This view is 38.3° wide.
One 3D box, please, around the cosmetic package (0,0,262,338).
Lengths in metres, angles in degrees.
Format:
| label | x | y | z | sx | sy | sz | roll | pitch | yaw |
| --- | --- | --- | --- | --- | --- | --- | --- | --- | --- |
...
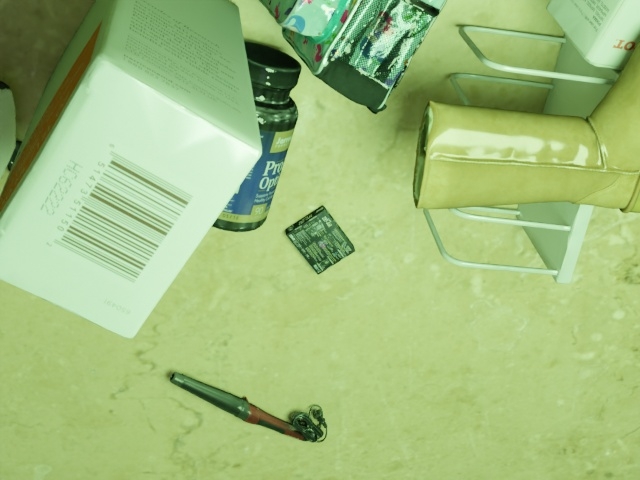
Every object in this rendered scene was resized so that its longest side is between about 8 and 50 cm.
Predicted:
| label | x | y | z | sx | sy | sz | roll | pitch | yaw |
| --- | --- | --- | --- | --- | --- | --- | --- | --- | --- |
| cosmetic package | -0.198 | -0.133 | 0.964 | 0.161 | 0.453 | 0.230 | 29 | 110 | -21 |

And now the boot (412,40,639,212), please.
| label | x | y | z | sx | sy | sz | roll | pitch | yaw |
| --- | --- | --- | --- | --- | --- | --- | --- | --- | --- |
| boot | 0.250 | -0.131 | 1.028 | 0.269 | 0.089 | 0.236 | 4 | 117 | -2 |

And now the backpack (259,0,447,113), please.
| label | x | y | z | sx | sy | sz | roll | pitch | yaw |
| --- | --- | --- | --- | --- | --- | --- | --- | --- | --- |
| backpack | 0.056 | -0.307 | 1.040 | 0.191 | 0.225 | 0.253 | 30 | 107 | -27 |

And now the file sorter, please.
| label | x | y | z | sx | sy | sz | roll | pitch | yaw |
| --- | --- | --- | --- | --- | --- | --- | --- | --- | --- |
| file sorter | 0.248 | -0.116 | 1.189 | 0.173 | 0.193 | 0.278 | 5 | 118 | -8 |

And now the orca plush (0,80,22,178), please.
| label | x | y | z | sx | sy | sz | roll | pitch | yaw |
| --- | --- | --- | --- | --- | --- | --- | --- | --- | --- |
| orca plush | -0.465 | -0.087 | 1.185 | 0.151 | 0.102 | 0.287 | -30 | 145 | -43 |

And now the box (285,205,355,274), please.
| label | x | y | z | sx | sy | sz | roll | pitch | yaw |
| --- | --- | --- | --- | --- | --- | --- | --- | --- | --- |
| box | 0.000 | 0.000 | 1.314 | 0.067 | 0.018 | 0.083 | -33 | 118 | 10 |

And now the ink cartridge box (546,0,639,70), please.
| label | x | y | z | sx | sy | sz | roll | pitch | yaw |
| --- | --- | --- | --- | --- | --- | --- | --- | --- | --- |
| ink cartridge box | 0.412 | -0.327 | 1.027 | 0.196 | 0.114 | 0.273 | 2 | 134 | -27 |

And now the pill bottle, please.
| label | x | y | z | sx | sy | sz | roll | pitch | yaw |
| --- | --- | --- | --- | --- | --- | --- | --- | --- | --- |
| pill bottle | -0.099 | -0.132 | 1.169 | 0.122 | 0.123 | 0.219 | 12 | 117 | -14 |

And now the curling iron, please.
| label | x | y | z | sx | sy | sz | roll | pitch | yaw |
| --- | --- | --- | --- | --- | --- | --- | --- | --- | --- |
| curling iron | -0.107 | 0.253 | 1.429 | 0.274 | 0.035 | 0.068 | 24 | 109 | -20 |
